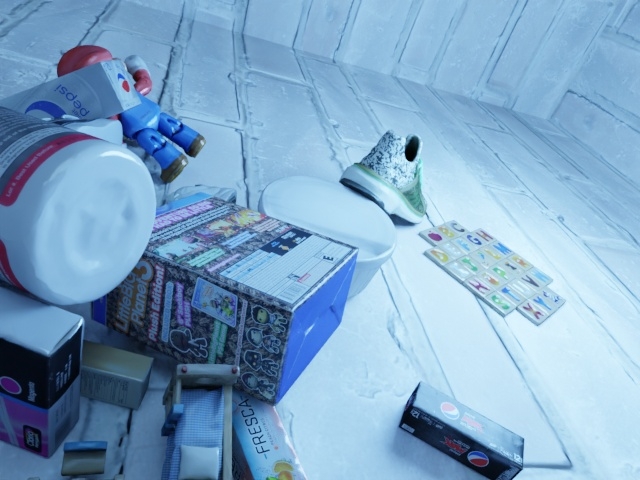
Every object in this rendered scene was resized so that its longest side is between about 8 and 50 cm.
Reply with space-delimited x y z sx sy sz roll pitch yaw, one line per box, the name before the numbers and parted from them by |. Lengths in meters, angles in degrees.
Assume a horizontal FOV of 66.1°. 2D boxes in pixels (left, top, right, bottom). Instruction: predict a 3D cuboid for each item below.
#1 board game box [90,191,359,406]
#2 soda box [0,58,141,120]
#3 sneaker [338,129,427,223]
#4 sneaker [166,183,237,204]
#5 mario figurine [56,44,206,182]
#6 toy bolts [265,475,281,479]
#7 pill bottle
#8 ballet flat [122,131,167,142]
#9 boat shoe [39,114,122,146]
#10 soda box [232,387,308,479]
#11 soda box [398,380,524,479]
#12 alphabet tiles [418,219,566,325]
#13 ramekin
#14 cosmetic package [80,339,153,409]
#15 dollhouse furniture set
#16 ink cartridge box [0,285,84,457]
board game box | -0.127 0.059 0.699 0.291 0.141 0.232 20 24 18
soda box | -0.488 -0.239 0.901 0.286 0.091 0.098 -18 22 6
sneaker | 0.202 -0.155 1.169 0.158 0.182 0.410 38 13 19
sneaker | -0.248 -0.047 0.922 0.115 0.090 0.232 17 23 6
mario figurine | -0.406 -0.269 1.042 0.320 0.170 0.198 43 25 -14
toy bolts | 0.023 0.356 0.426 0.218 0.158 0.228 43 -20 -30
pill bottle | -0.365 -0.061 0.552 0.318 0.176 0.176 19 31 17
ballet flat | -0.461 -0.254 1.104 0.241 0.077 0.091 11 67 -21
boat shoe | -0.404 -0.153 0.804 0.102 0.108 0.301 11 13 -9
soda box | -0.082 0.243 0.600 0.063 0.058 0.183 -3 39 -32
soda box | 0.204 0.278 0.713 0.169 0.053 0.060 28 33 10
alphabet tiles | 0.411 0.063 1.186 0.285 0.011 0.342 -17 48 -43
ramekin | 0.000 0.000 0.938 0.272 0.127 0.273 15 32 -10
cosmetic package | -0.272 0.163 0.609 0.115 0.060 0.041 18 32 -7
dollhouse furniture set | -0.185 0.205 0.496 0.183 0.129 0.129 7 56 -21
ink cartridge box | -0.434 0.092 0.512 0.370 0.176 0.069 22 34 1
